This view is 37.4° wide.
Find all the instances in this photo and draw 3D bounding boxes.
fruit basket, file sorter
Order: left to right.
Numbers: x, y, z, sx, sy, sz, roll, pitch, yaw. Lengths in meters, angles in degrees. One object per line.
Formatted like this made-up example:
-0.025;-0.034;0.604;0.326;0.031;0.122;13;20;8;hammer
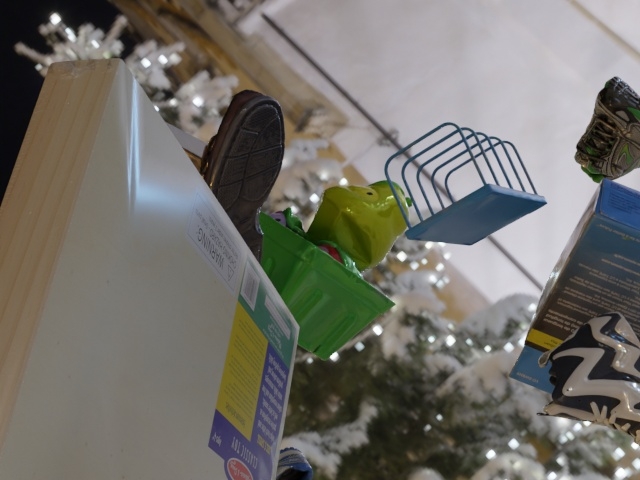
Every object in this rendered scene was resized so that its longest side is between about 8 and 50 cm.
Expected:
0.000;0.000;1.795;0.392;0.392;0.283;-46;-52;10;fruit basket
0.175;-0.068;1.152;0.118;0.104;0.170;-31;-19;29;file sorter

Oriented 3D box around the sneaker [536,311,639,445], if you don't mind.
0.354;0.218;1.174;0.153;0.235;0.094;-25;-20;3;sneaker

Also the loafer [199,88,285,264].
-0.122;-0.063;1.209;0.109;0.095;0.302;-21;-44;-37;loafer

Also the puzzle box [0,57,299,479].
-0.110;0.105;0.670;0.409;0.052;0.272;63;-149;-58;puzzle box

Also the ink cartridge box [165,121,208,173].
-0.327;-0.150;1.794;0.065;0.333;0.165;-27;-42;-50;ink cartridge box

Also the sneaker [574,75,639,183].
0.562;-0.190;1.806;0.146;0.134;0.343;-35;-26;5;sneaker

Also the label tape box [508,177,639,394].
0.450;0.102;1.382;0.106;0.241;0.333;-61;-9;-50;label tape box

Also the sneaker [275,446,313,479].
-0.066;0.291;1.089;0.135;0.058;0.052;-36;-66;-19;sneaker
